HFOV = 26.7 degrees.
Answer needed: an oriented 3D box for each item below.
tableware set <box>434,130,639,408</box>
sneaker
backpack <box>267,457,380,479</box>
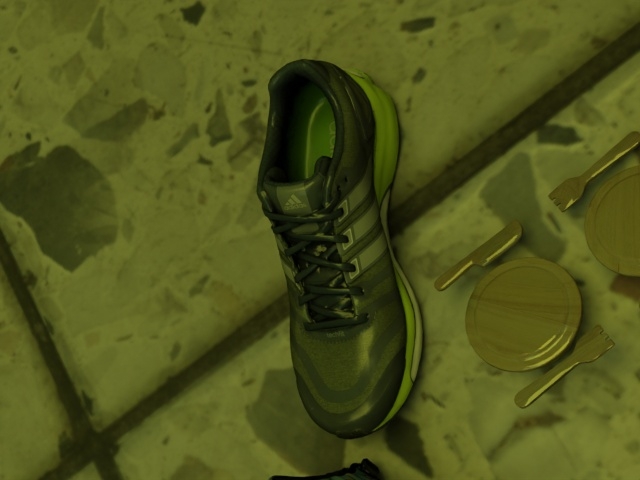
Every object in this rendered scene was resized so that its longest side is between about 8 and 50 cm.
[{"bbox_3d":[0.192,0.025,0.964,0.194,0.039,0.128,-38,53,8],"label":"tableware set"},{"bbox_3d":[0.000,0.000,1.015,0.111,0.121,0.299,-14,73,24],"label":"sneaker"},{"bbox_3d":[0.023,0.230,0.926,0.158,0.173,0.116,33,95,27],"label":"backpack"}]
